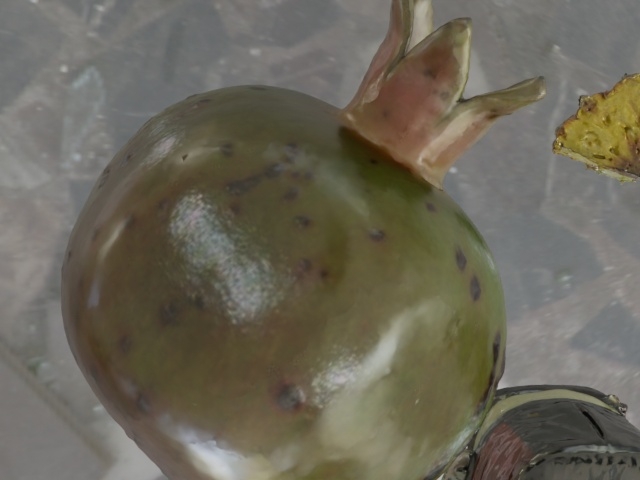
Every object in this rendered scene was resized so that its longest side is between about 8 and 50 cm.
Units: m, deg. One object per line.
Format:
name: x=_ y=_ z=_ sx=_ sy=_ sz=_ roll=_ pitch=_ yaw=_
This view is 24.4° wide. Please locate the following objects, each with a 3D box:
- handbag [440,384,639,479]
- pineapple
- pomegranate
handbag: x=0.193 y=0.255 z=1.257 sx=0.181 sy=0.181 sz=0.254 roll=1 pitch=103 yaw=-10
pineapple: x=0.226 y=-0.068 z=1.099 sx=0.114 sy=0.114 sz=0.077 roll=-32 pitch=71 yaw=-6
pomegranate: x=0.001 y=0.012 z=0.914 sx=0.291 sy=0.291 sz=0.323 roll=38 pitch=79 yaw=15
